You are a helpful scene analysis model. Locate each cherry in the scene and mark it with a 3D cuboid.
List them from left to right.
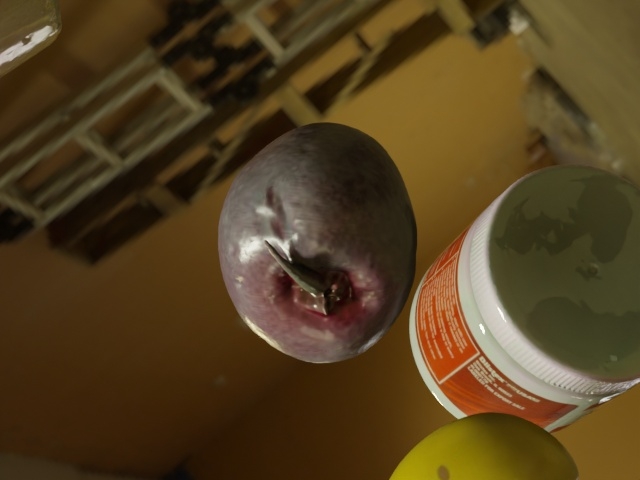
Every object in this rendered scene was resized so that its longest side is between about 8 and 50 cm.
[{"bbox_3d":[0.000,0.000,1.440,0.184,0.213,0.266,12,-146,7],"label":"cherry"}]

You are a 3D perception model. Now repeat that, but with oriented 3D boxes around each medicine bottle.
[{"bbox_3d":[0.250,0.074,1.745,0.252,0.252,0.241,49,153,6],"label":"medicine bottle"}]

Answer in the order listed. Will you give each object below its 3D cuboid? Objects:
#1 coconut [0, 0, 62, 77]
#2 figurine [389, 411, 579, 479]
[{"bbox_3d":[-0.406,-0.238,1.551,0.239,0.244,0.239,42,151,29],"label":"coconut"},{"bbox_3d":[0.198,0.332,1.503,0.343,0.215,0.187,56,-163,9],"label":"figurine"}]
